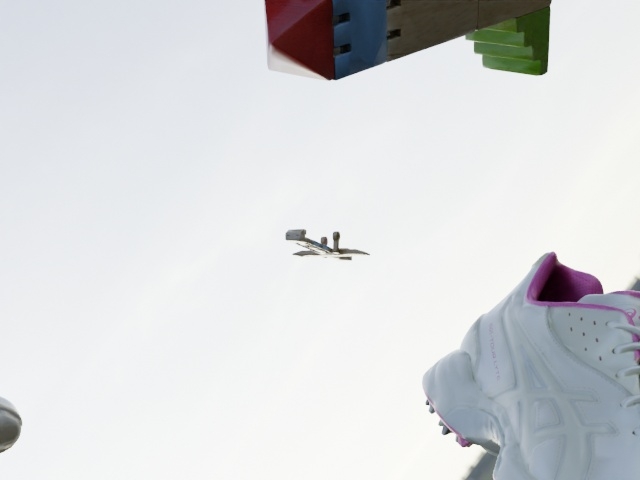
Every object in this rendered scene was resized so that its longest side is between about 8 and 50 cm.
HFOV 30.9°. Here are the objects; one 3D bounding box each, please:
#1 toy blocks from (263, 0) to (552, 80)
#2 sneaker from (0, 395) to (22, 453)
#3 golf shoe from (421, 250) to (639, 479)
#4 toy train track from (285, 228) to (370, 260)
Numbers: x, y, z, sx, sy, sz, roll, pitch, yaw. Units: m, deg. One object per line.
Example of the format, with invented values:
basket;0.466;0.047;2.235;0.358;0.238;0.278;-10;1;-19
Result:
toy blocks;0.036;-0.261;0.664;0.261;0.191;0.381;-26;-57;-45
sneaker;-0.302;0.171;0.872;0.212;0.094;0.080;5;-55;-57
golf shoe;0.159;0.100;0.644;0.115;0.306;0.140;29;-82;-26
toy train track;0.000;0.000;0.691;0.083;0.048;0.014;22;-112;-66
